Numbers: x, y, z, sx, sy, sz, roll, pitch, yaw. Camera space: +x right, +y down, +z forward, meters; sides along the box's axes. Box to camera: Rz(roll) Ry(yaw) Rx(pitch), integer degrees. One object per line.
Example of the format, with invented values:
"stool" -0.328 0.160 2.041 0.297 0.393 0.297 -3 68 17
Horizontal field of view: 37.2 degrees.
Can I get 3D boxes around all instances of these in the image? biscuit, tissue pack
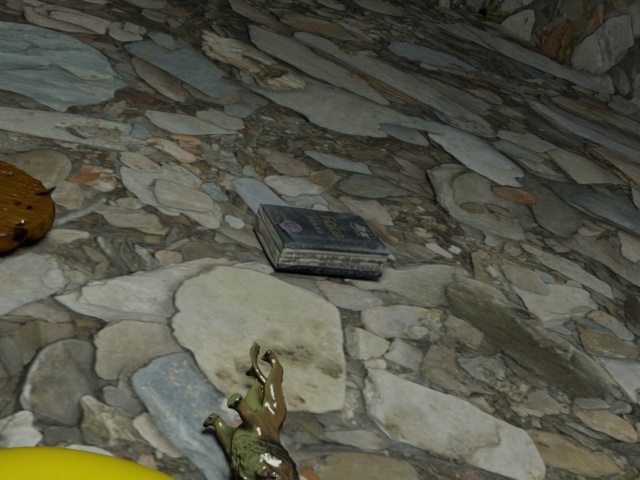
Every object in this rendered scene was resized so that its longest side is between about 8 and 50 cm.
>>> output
"biscuit" -0.408 -0.046 1.072 0.212 0.036 0.212 15 25 -7
"tissue pack" 0.000 0.000 1.259 0.156 0.051 0.112 6 27 -26

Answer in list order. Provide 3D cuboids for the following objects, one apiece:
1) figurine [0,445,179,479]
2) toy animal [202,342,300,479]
"figurine" -0.128 0.228 0.377 0.323 0.340 0.231 11 27 -22
"toy animal" -0.065 0.161 0.882 0.086 0.069 0.220 34 25 -23
